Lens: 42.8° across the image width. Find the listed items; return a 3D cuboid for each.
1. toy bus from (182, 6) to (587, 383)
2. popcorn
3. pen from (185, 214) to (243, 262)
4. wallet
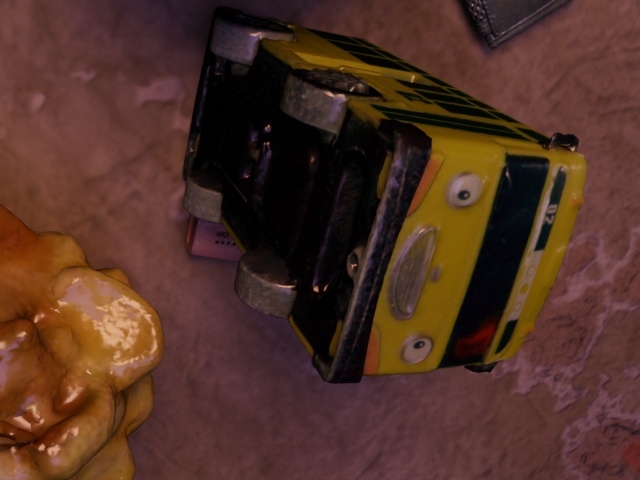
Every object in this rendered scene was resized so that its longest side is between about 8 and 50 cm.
[{"bbox_3d":[0.020,-0.039,0.460,0.150,0.262,0.128,4,114,-27],"label":"toy bus"},{"bbox_3d":[-0.228,0.074,0.452,0.286,0.215,0.252,15,131,-32],"label":"popcorn"},{"bbox_3d":[0.000,0.000,0.606,0.197,0.032,0.053,4,113,-22],"label":"pen"},{"bbox_3d":[0.126,-0.205,0.557,0.088,0.026,0.129,-32,123,0],"label":"wallet"}]
